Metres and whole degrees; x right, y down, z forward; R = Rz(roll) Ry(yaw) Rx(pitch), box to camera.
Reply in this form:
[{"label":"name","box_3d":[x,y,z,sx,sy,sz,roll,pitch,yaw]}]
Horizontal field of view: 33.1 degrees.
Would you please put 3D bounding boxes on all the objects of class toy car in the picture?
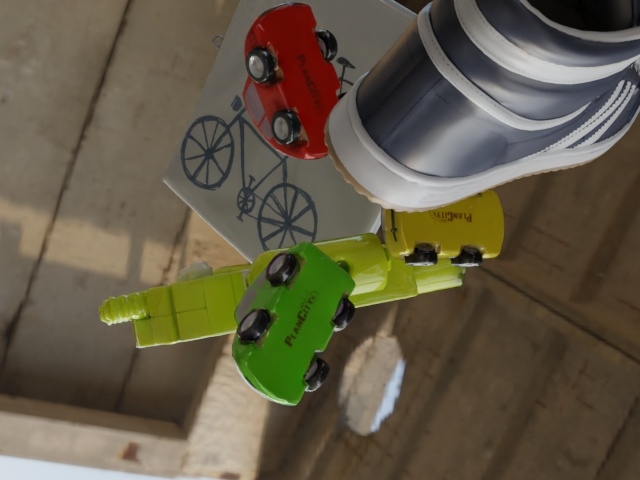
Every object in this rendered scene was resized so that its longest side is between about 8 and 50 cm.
[{"label":"toy car","box_3d":[0.000,0.000,0.686,0.053,0.239,0.225,-12,-136,53]}]

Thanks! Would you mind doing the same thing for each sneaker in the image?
[{"label":"sneaker","box_3d":[0.139,-0.112,0.570,0.099,0.282,0.153,53,-44,12]}]

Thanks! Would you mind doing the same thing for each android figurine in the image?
[{"label":"android figurine","box_3d":[-0.034,0.037,0.839,0.248,0.273,0.056,159,-78,-77]}]

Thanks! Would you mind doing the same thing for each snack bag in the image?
[{"label":"snack bag","box_3d":[-0.020,-0.131,1.157,0.323,0.037,0.342,40,-66,36]}]
